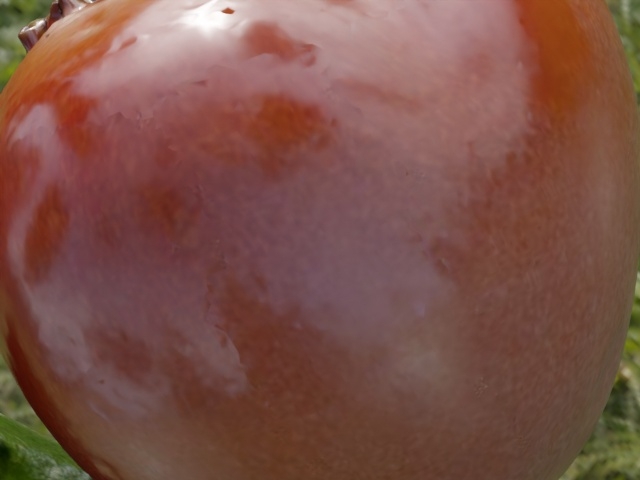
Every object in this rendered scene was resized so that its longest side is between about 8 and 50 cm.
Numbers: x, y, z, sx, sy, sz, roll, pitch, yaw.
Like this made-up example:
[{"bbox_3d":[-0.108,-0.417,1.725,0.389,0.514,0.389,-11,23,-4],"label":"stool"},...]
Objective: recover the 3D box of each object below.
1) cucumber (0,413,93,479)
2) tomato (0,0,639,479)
[{"bbox_3d":[-0.180,0.140,0.907,0.134,0.244,0.134,-49,21,26],"label":"cucumber"},{"bbox_3d":[0.000,0.000,0.836,0.321,0.321,0.322,-19,54,28],"label":"tomato"}]
